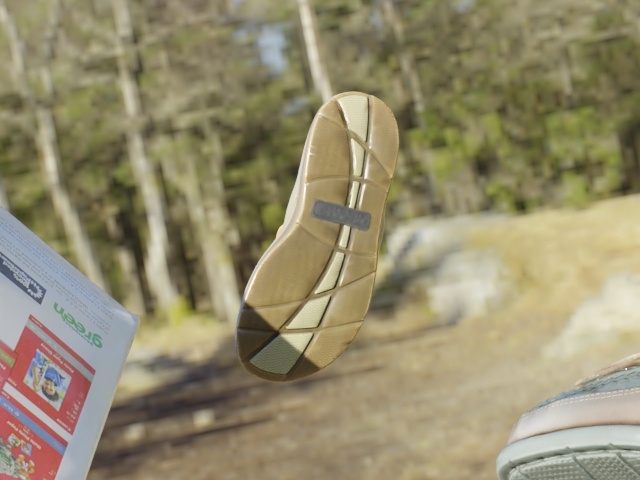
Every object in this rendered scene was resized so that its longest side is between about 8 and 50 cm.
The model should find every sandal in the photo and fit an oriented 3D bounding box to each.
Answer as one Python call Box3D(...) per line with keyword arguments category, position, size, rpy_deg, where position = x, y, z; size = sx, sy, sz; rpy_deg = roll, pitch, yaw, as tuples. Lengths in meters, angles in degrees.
Box3D(category="sandal", position=(0.000, 0.000, 1.137), size=(0.072, 0.180, 0.049), rpy_deg=(19, -11, -10))

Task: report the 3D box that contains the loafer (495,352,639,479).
Box3D(category="loafer", position=(0.200, 0.075, 0.838), size=(0.267, 0.084, 0.096), rpy_deg=(-10, -41, 41))

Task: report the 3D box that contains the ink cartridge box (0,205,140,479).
Box3D(category="ink cartridge box", position=(-0.255, 0.044, 0.852), size=(0.130, 0.309, 0.272), rpy_deg=(-41, 17, 23))
